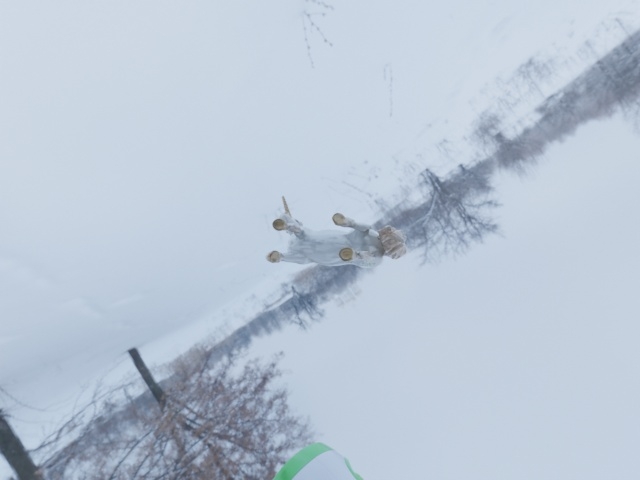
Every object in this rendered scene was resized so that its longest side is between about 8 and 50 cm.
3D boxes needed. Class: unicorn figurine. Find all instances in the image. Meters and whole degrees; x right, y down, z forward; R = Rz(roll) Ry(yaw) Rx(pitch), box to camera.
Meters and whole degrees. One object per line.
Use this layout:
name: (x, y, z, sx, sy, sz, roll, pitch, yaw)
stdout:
unicorn figurine: (0.000, 0.000, 0.398, 0.111, 0.161, 0.060, 12, 96, -68)

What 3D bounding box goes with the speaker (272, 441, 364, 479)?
speaker: (0.066, 0.374, 0.494, 0.131, 0.296, 0.131, -27, 134, -33)
